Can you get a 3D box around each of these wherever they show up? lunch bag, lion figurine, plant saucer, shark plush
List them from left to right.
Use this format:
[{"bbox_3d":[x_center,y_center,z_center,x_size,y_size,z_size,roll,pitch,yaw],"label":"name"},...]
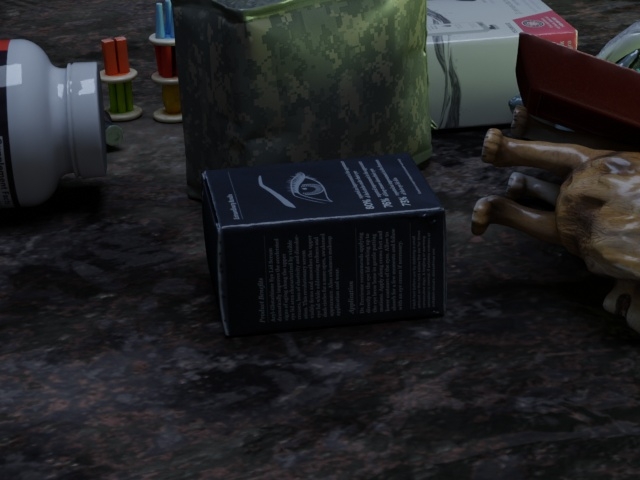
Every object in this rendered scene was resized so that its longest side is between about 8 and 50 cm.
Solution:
[{"bbox_3d":[-0.002,-0.176,1.675,0.287,0.235,0.169,-17,24,-32],"label":"lunch bag"},{"bbox_3d":[0.303,-0.173,1.804,0.161,0.067,0.073,-25,25,13],"label":"shark plush"},{"bbox_3d":[0.281,-0.043,1.470,0.240,0.142,0.392,13,21,12],"label":"lion figurine"},{"bbox_3d":[0.309,-0.124,1.535,0.258,0.047,0.259,21,1,6],"label":"plant saucer"}]

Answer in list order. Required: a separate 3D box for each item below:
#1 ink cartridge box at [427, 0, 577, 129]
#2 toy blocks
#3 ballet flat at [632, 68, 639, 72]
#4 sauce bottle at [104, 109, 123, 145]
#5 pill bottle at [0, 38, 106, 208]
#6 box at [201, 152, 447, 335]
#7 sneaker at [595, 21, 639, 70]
[{"bbox_3d":[0.155,-0.221,1.924,0.283,0.117,0.207,-5,23,-7],"label":"ink cartridge box"},{"bbox_3d":[-0.220,-0.225,1.922,0.123,0.148,0.054,3,23,10],"label":"toy blocks"},{"bbox_3d":[0.372,-0.148,1.818,0.067,0.073,0.206,-24,18,5],"label":"ballet flat"},{"bbox_3d":[-0.276,-0.143,1.874,0.042,0.042,0.128,-15,28,-28],"label":"sauce bottle"},{"bbox_3d":[-0.394,-0.120,1.645,0.323,0.181,0.181,-4,23,-5],"label":"pill bottle"},{"bbox_3d":[0.000,0.000,1.422,0.207,0.108,0.153,-5,23,-7],"label":"box"},{"bbox_3d":[0.462,-0.226,1.933,0.269,0.153,0.101,-35,2,10],"label":"sneaker"}]
